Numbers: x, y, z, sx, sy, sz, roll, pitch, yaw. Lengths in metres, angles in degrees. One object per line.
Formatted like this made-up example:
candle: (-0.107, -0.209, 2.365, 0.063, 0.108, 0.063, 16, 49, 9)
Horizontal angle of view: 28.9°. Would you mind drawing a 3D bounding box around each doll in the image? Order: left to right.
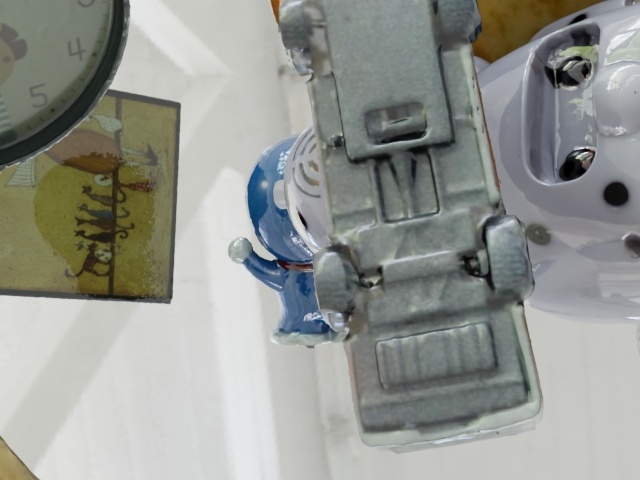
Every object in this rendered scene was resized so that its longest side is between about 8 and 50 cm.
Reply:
doll: (0.000, 0.000, 1.442, 0.215, 0.161, 0.257, -4, -75, -16)

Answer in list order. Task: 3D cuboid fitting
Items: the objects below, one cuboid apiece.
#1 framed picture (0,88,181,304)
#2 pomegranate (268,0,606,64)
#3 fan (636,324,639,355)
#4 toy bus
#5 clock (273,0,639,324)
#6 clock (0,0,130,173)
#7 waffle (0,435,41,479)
framed picture: (-0.298, -0.060, 1.434, 0.338, 0.014, 0.255, 7, -96, -45)
pomegranate: (0.129, -0.211, 0.870, 0.342, 0.342, 0.343, -2, -87, -39)
fan: (0.313, 0.032, 1.045, 0.130, 0.074, 0.244, -25, -80, 7)
toy bus: (0.040, -0.035, 0.567, 0.106, 0.092, 0.268, 58, -158, -68)
clock: (0.093, -0.032, 0.717, 0.189, 0.253, 0.189, 21, -115, -56)
clock: (-0.316, -0.191, 1.090, 0.312, 0.061, 0.313, -19, -45, -20)
waffle: (-0.353, 0.184, 0.853, 0.224, 0.327, 0.098, 55, -146, -15)
